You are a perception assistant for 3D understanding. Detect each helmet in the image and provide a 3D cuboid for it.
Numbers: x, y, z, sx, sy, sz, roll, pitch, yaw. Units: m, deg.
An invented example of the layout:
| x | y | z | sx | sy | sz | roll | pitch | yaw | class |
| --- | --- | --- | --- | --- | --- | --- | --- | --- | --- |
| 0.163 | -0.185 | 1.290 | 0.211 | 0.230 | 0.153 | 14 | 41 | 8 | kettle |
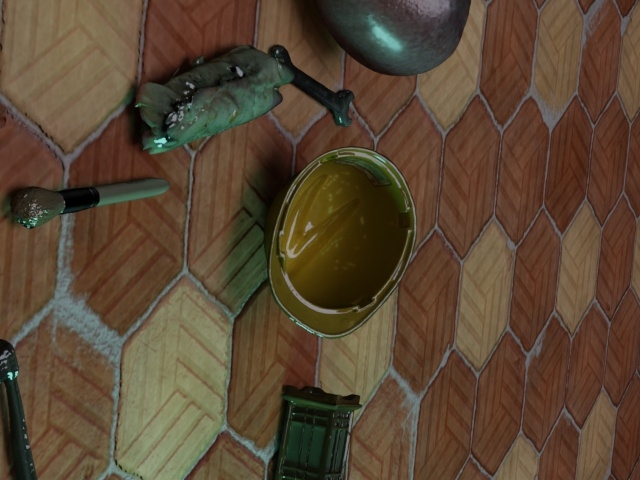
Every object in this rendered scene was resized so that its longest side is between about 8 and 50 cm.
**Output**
| x | y | z | sx | sy | sz | roll | pitch | yaw | class |
| --- | --- | --- | --- | --- | --- | --- | --- | --- | --- |
| 0.000 | 0.000 | 2.160 | 0.205 | 0.140 | 0.257 | 37 | 73 | -24 | helmet |

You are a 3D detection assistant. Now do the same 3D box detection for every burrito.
| x | y | z | sx | sy | sz | roll | pitch | yaw | class |
| --- | --- | --- | --- | --- | --- | --- | --- | --- | --- |
| -0.120 | -0.174 | 1.958 | 0.309 | 0.066 | 0.096 | -29 | 128 | -57 | burrito |

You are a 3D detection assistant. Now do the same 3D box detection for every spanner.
| x | y | z | sx | sy | sz | roll | pitch | yaw | class |
| --- | --- | --- | --- | --- | --- | --- | --- | --- | --- |
| -0.010 | -0.207 | 2.219 | 0.254 | 0.015 | 0.054 | 26 | 76 | -62 | spanner |

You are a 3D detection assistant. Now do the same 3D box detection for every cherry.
| x | y | z | sx | sy | sz | roll | pitch | yaw | class |
| --- | --- | --- | --- | --- | --- | --- | --- | --- | --- |
| 0.086 | -0.343 | 2.187 | 0.239 | 0.206 | 0.239 | -2 | 95 | -27 | cherry |

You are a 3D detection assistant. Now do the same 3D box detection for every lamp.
| x | y | z | sx | sy | sz | roll | pitch | yaw | class |
| --- | --- | --- | --- | --- | --- | --- | --- | --- | --- |
| -0.021 | 0.368 | 2.277 | 0.089 | 0.090 | 0.325 | 14 | 86 | -64 | lamp |

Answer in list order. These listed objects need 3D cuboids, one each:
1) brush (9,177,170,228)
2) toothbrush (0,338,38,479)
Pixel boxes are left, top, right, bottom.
| x | y | z | sx | sy | sz | roll | pitch | yaw | class |
| --- | --- | --- | --- | --- | --- | --- | --- | --- | --- |
| -0.242 | -0.045 | 1.791 | 0.042 | 0.039 | 0.299 | 59 | 24 | 9 | brush |
| -0.314 | 0.238 | 1.731 | 0.030 | 0.030 | 0.297 | -35 | 128 | -44 | toothbrush |
